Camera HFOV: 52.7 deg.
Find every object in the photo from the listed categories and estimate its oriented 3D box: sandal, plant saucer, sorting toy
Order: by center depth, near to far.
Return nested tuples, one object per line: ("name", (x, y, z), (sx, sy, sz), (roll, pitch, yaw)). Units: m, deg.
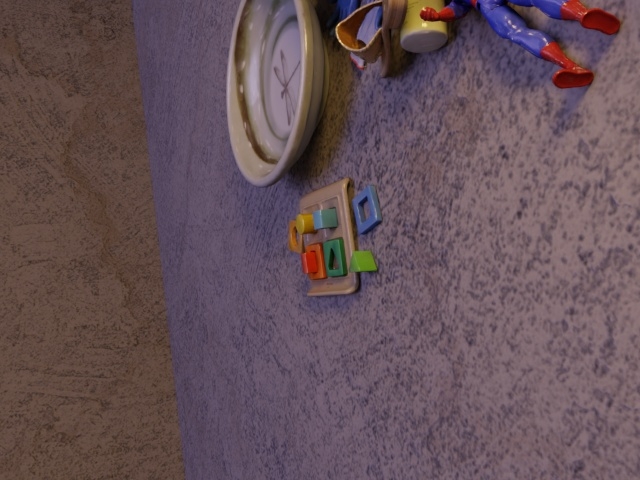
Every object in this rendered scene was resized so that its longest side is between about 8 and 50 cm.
("sandal", (0.060, -0.287, 0.861), (0.240, 0.079, 0.088), (101, 169, -83))
("sorting toy", (0.000, 0.000, 1.135), (0.348, 0.047, 0.195), (166, 102, -64))
("plant saucer", (-0.072, -0.299, 1.210), (0.400, 0.101, 0.400), (178, 90, -64))

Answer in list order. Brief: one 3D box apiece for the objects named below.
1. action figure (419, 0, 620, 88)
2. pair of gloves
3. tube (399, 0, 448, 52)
("action figure", (0.166, -0.263, 0.691), (0.280, 0.139, 0.091), (-118, 38, -47))
("pair of gloves", (0.062, -0.370, 1.021), (0.198, 0.023, 0.159), (-114, 34, -40))
("tube", (0.128, -0.369, 0.850), (0.070, 0.062, 0.240), (-7, 77, 30))
